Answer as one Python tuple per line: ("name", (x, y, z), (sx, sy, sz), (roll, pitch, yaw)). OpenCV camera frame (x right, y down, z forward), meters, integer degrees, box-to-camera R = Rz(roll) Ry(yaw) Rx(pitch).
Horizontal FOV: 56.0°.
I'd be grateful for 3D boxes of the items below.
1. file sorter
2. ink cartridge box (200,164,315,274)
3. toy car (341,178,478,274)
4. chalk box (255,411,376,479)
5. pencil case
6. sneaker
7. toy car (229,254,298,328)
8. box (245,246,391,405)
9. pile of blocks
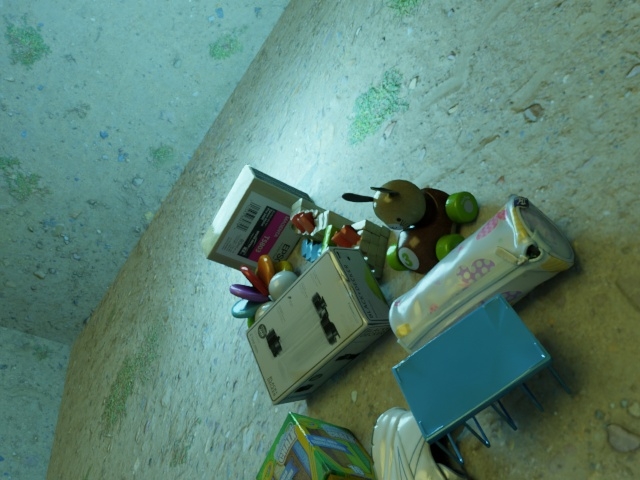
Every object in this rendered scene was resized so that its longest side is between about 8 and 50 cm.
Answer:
("file sorter", (0.201, 0.177, 0.748), (0.170, 0.104, 0.118), (-38, 35, 10))
("ink cartridge box", (-0.149, -0.036, 1.462), (0.235, 0.193, 0.088), (-58, 31, 15))
("toy car", (0.132, -0.039, 0.990), (0.155, 0.188, 0.149), (-11, 60, 57))
("chalk box", (-0.006, 0.374, 0.971), (0.132, 0.132, 0.213), (-63, 29, 5))
("pencil case", (0.218, 0.062, 0.844), (0.273, 0.113, 0.124), (-46, 12, 34))
("sneaker", (0.130, 0.357, 0.785), (0.129, 0.111, 0.297), (-27, 47, 41))
("toy car", (-0.142, 0.119, 1.391), (0.159, 0.136, 0.182), (26, 91, 61))
("box", (-0.007, 0.164, 1.125), (0.290, 0.087, 0.169), (-47, 56, 32))
("pile of blocks", (0.000, 0.000, 1.267), (0.362, 0.112, 0.149), (22, 88, 62))
